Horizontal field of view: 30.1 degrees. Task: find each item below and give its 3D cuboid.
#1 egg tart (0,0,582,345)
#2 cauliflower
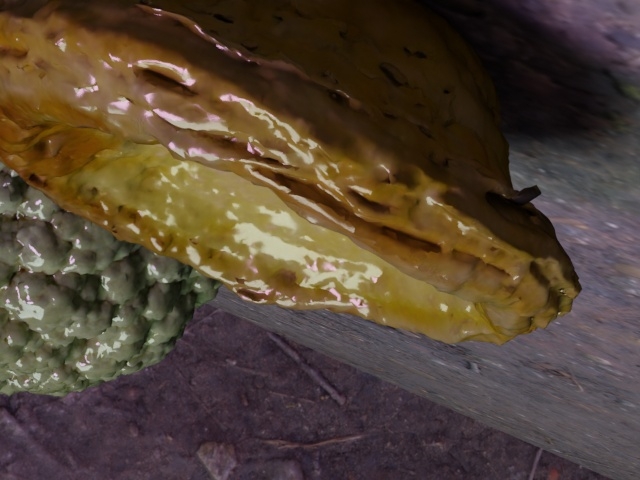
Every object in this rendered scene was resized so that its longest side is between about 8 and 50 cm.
[{"bbox_3d":[-0.017,-0.049,0.534,0.294,0.123,0.294,19,168,4],"label":"egg tart"},{"bbox_3d":[-0.196,-0.030,0.793,0.272,0.275,0.250,36,-156,-55],"label":"cauliflower"}]
